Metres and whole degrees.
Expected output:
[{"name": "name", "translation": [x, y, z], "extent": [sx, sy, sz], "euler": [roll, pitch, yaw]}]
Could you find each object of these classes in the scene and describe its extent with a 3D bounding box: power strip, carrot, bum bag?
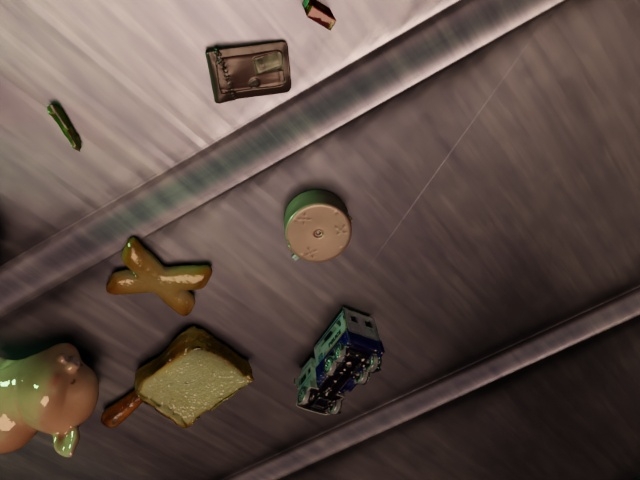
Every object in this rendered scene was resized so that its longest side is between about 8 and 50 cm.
[{"name": "power strip", "translation": [-0.004, -0.033, 1.399], "extent": [0.154, 0.078, 0.154], "euler": [-2, 118, -4]}, {"name": "carrot", "translation": [-0.518, 0.440, 1.673], "extent": [0.161, 0.055, 0.055], "euler": [-39, 122, 9]}, {"name": "bum bag", "translation": [-0.137, -0.329, 1.213], "extent": [0.159, 0.026, 0.109], "euler": [-10, 126, -9]}]

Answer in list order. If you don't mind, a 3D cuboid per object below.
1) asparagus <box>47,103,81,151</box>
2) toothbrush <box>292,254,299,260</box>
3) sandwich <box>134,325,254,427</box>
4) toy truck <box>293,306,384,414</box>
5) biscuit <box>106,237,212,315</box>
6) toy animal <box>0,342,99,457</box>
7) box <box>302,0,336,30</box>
[{"name": "asparagus", "translation": [-0.500, -0.221, 1.228], "extent": [0.025, 0.021, 0.108], "euler": [-16, 126, 8]}, {"name": "toothbrush", "translation": [0.000, 0.000, 1.469], "extent": [0.162, 0.014, 0.017], "euler": [-34, 109, 15]}, {"name": "sandwich", "translation": [-0.334, 0.354, 1.617], "extent": [0.251, 0.087, 0.226], "euler": [-40, 123, 15]}, {"name": "toy truck", "translation": [0.040, 0.317, 1.615], "extent": [0.124, 0.155, 0.268], "euler": [23, 121, -23]}, {"name": "biscuit", "translation": [-0.373, 0.092, 1.453], "extent": [0.207, 0.047, 0.164], "euler": [21, 118, -22]}, {"name": "toy animal", "translation": [-0.688, 0.386, 1.493], "extent": [0.269, 0.237, 0.326], "euler": [38, 105, -20]}, {"name": "box", "translation": [-0.003, -0.413, 1.136], "extent": [0.051, 0.082, 0.023], "euler": [23, 118, -22]}]
